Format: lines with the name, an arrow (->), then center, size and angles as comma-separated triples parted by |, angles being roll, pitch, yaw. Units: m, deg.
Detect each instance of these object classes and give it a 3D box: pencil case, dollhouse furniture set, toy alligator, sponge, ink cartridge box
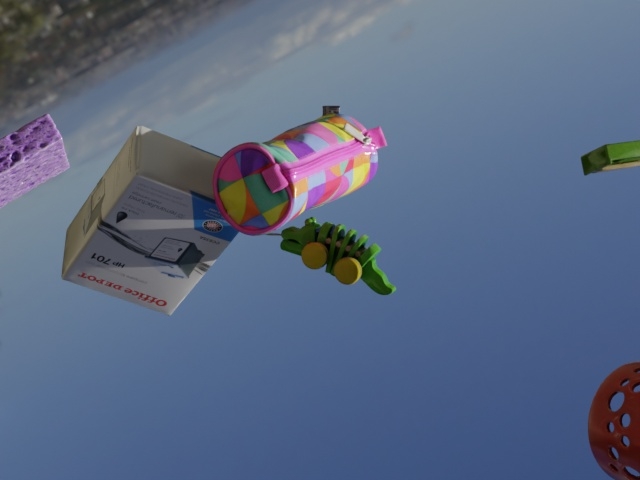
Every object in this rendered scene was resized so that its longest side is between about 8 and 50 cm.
pencil case -> -0.020, -0.077, 1.403 | 0.104, 0.104, 0.236 | -23, -176, 31
dollhouse furniture set -> 0.251, -0.001, 1.002 | 0.058, 0.152, 0.076 | -10, 174, -21
toy alligator -> 0.000, 0.000, 1.403 | 0.056, 0.189, 0.051 | -22, 134, -67
sponge -> -0.313, -0.034, 1.135 | 0.210, 0.031, 0.117 | -32, 177, -13
ink cartridge box -> -0.179, -0.018, 1.434 | 0.191, 0.139, 0.082 | -49, -149, 37

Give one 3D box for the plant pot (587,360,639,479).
plant pot -> 0.515, 0.280, 1.925 | 0.191, 0.191, 0.174 | -32, -163, -20
